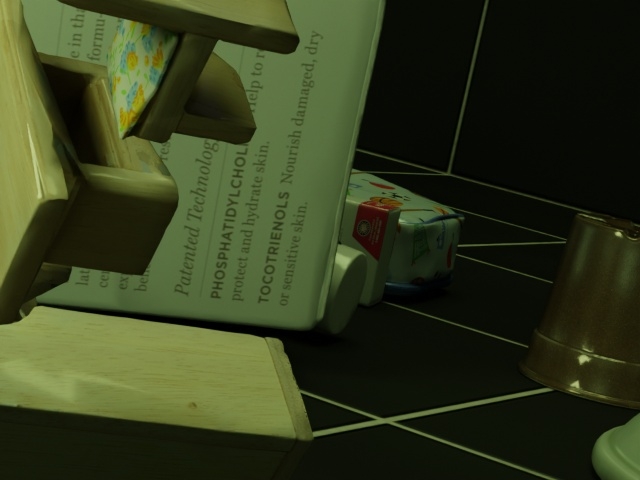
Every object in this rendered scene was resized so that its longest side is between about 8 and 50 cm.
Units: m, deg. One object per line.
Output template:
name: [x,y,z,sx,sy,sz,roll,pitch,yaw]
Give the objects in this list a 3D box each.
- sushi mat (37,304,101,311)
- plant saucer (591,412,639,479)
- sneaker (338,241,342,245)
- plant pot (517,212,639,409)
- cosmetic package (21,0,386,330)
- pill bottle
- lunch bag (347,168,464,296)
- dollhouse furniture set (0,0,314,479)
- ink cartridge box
sushi mat: [-0.262,0.042,1.737,0.151,0.019,0.316,20,11,37]
plant saucer: [0.419,0.180,1.514,0.400,0.101,0.400,11,8,-2]
sneaker: [-0.085,0.008,2.004,0.234,0.084,0.097,8,8,-29]
plant pot: [0.291,0.065,1.882,0.167,0.165,0.167,11,8,-2]
cosmetic package: [-0.180,-0.155,1.660,0.393,0.327,0.329,6,27,-10]
pill bottle: [-0.056,0.021,1.846,0.186,0.112,0.112,20,10,18]
lunch bag: [0.003,-0.020,2.243,0.303,0.115,0.243,16,11,20]
dollhouse furniture set: [-0.194,0.000,1.008,0.256,0.362,0.394,10,38,-27]
ink cartridge box: [0.000,0.000,2.091,0.150,0.109,0.063,14,9,14]
